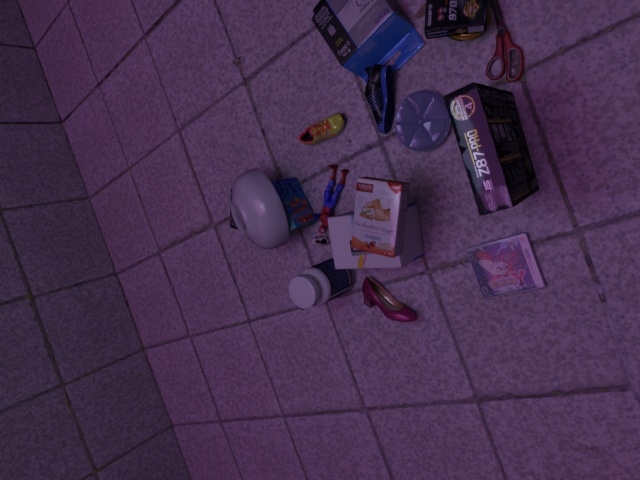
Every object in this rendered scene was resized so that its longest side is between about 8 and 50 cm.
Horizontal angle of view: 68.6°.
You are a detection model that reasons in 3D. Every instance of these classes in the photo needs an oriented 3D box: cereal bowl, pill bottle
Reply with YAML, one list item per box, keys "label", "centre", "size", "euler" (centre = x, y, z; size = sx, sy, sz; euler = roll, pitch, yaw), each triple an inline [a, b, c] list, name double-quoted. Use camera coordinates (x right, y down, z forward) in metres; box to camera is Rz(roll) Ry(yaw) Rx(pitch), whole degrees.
- label: "cereal bowl"
  centre: [-0.267, -0.111, 1.886]
  size: [0.339, 0.141, 0.338]
  euler: [47, 151, 38]
- label: "pill bottle"
  centre: [0.006, 0.166, 1.823]
  size: [0.153, 0.265, 0.153]
  euler: [9, 107, 34]

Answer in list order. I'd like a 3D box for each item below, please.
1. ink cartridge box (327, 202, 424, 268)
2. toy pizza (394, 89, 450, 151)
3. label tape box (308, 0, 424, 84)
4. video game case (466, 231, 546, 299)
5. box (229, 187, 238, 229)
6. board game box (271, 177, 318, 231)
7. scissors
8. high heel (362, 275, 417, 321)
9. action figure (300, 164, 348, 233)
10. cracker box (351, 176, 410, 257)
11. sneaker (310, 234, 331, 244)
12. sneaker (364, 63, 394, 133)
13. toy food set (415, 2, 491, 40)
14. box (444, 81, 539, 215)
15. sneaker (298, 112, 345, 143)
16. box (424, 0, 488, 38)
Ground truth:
- label: "ink cartridge box"
  centre: [0.198, -0.014, 1.682]
  size: [0.270, 0.198, 0.197]
  euler: [-4, 99, 37]
- label: "toy pizza"
  centre: [0.345, -0.402, 1.583]
  size: [0.201, 0.032, 0.201]
  euler: [10, 107, 35]
- label: "label tape box"
  centre: [0.149, -0.721, 1.593]
  size: [0.249, 0.115, 0.347]
  euler: [-37, 78, 36]
- label: "video game case"
  centre: [0.600, 0.086, 1.528]
  size: [0.201, 0.023, 0.183]
  euler: [-20, 89, 38]
- label: "box"
  centre: [-0.330, -0.132, 2.128]
  size: [0.184, 0.045, 0.190]
  euler: [18, 112, 33]
- label: "board game box"
  centre: [-0.113, -0.148, 1.896]
  size: [0.047, 0.160, 0.210]
  euler: [-30, 84, 36]
- label: "scissors"
  centre: [0.549, -0.622, 1.391]
  size: [0.109, 0.021, 0.296]
  euler: [6, 104, 37]
- label: "high heel"
  centre: [0.260, 0.221, 1.772]
  size: [0.244, 0.082, 0.117]
  euler: [23, 125, 43]
- label: "action figure"
  centre: [0.014, -0.146, 1.825]
  size: [0.092, 0.139, 0.280]
  euler: [27, 119, 29]
- label: "cracker box"
  centre: [0.186, -0.076, 1.474]
  size: [0.156, 0.067, 0.232]
  euler: [13, 107, 33]
- label: "sneaker"
  centre: [0.000, 0.000, 1.925]
  size: [0.109, 0.044, 0.040]
  euler: [-8, 99, 38]
- label: "sneaker"
  centre: [0.200, -0.488, 1.624]
  size: [0.091, 0.081, 0.232]
  euler: [13, 118, 32]
- label: "toy food set"
  centre: [0.418, -0.680, 1.443]
  size: [0.218, 0.071, 0.128]
  euler: [38, 97, 23]
- label: "box"
  centre: [0.487, -0.256, 1.291]
  size: [0.097, 0.395, 0.318]
  euler: [-18, 92, 36]
- label: "sneaker"
  centre: [0.002, -0.417, 1.786]
  size: [0.209, 0.094, 0.081]
  euler: [-26, 84, 36]
- label: "box"
  centre: [0.404, -0.719, 1.387]
  size: [0.175, 0.051, 0.220]
  euler: [3, 83, 24]
